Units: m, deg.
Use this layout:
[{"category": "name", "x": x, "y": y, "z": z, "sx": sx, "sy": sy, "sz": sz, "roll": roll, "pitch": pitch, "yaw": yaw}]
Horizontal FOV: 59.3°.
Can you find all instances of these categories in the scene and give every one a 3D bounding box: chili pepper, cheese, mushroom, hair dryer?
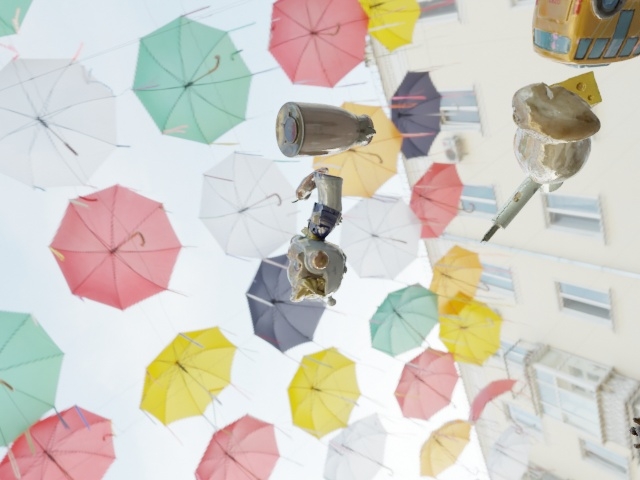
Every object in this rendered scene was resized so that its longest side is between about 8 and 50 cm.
[{"category": "chili pepper", "x": -0.025, "y": -0.140, "z": 1.370, "sx": 0.041, "sy": 0.153, "sz": 0.050, "roll": 38, "pitch": -135, "yaw": -2}, {"category": "cheese", "x": 0.659, "y": -0.388, "z": 1.564, "sx": 0.171, "sy": 0.126, "sz": 0.093, "roll": -13, "pitch": -96, "yaw": -7}, {"category": "mushroom", "x": 0.276, "y": -0.122, "z": 0.674, "sx": 0.212, "sy": 0.088, "sz": 0.097, "roll": 19, "pitch": -131, "yaw": -63}, {"category": "hair dryer", "x": 0.591, "y": -0.126, "z": 1.673, "sx": 0.357, "sy": 0.107, "sz": 0.173, "roll": -51, "pitch": -33, "yaw": -1}]

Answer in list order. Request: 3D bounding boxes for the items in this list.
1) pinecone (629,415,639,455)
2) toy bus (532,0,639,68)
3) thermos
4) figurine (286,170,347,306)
[{"category": "pinecone", "x": 0.525, "y": 0.274, "z": 0.790, "sx": 0.162, "sy": 0.165, "sz": 0.163, "roll": 18, "pitch": -128, "yaw": -24}, {"category": "toy bus", "x": 0.442, "y": -0.350, "z": 0.900, "sx": 0.209, "sy": 0.126, "sz": 0.136, "roll": -11, "pitch": -57, "yaw": -22}, {"category": "thermos", "x": 0.009, "y": -0.223, "z": 1.122, "sx": 0.193, "sy": 0.137, "sz": 0.105, "roll": -9, "pitch": -73, "yaw": -34}, {"category": "figurine", "x": -0.003, "y": -0.005, "z": 1.187, "sx": 0.133, "sy": 0.194, "sz": 0.275, "roll": 8, "pitch": -103, "yaw": -19}]
